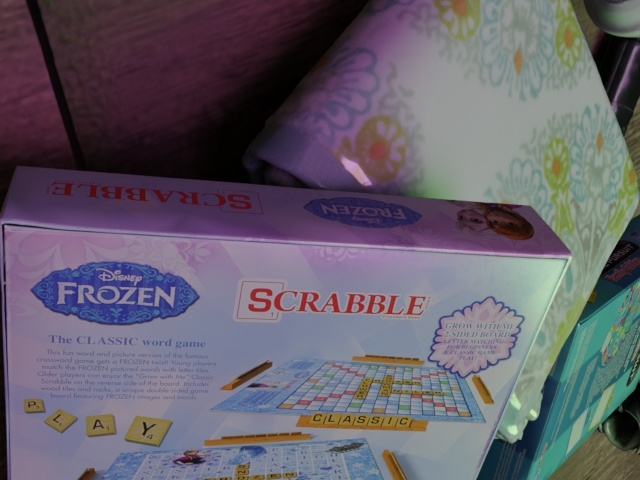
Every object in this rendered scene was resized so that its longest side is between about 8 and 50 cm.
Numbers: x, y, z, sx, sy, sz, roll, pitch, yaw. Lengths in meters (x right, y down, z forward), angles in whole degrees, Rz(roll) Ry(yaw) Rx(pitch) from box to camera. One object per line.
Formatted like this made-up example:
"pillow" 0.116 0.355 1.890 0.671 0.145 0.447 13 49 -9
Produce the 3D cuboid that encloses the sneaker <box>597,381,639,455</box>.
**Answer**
"sneaker" 0.529 0.291 1.231 0.153 0.101 0.269 -44 128 -16

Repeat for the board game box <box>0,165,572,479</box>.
"board game box" -0.038 0.115 0.504 0.318 0.066 0.318 4 121 -16

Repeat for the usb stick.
"usb stick" 0.304 -0.095 0.856 0.077 0.045 0.278 4 108 -52

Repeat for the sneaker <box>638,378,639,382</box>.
"sneaker" 0.504 0.124 1.072 0.127 0.126 0.321 -12 96 -13

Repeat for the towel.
"towel" 0.134 -0.049 0.635 0.320 0.090 0.374 -55 128 -24

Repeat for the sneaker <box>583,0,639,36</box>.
"sneaker" 0.217 -0.336 0.588 0.210 0.137 0.366 -20 119 -34

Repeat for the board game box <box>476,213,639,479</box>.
"board game box" 0.320 0.132 0.923 0.336 0.079 0.254 -21 129 -44
